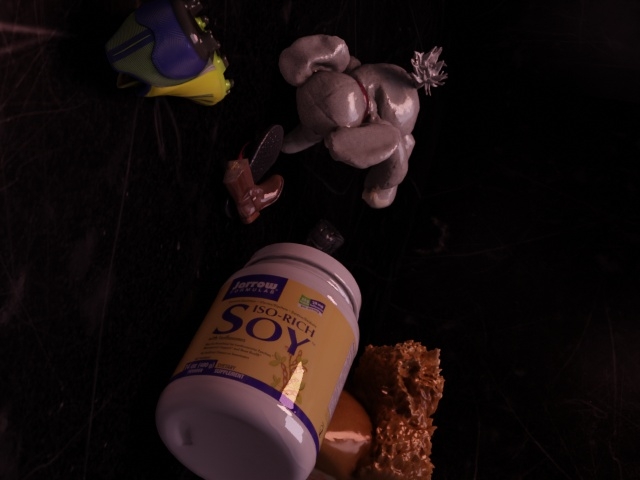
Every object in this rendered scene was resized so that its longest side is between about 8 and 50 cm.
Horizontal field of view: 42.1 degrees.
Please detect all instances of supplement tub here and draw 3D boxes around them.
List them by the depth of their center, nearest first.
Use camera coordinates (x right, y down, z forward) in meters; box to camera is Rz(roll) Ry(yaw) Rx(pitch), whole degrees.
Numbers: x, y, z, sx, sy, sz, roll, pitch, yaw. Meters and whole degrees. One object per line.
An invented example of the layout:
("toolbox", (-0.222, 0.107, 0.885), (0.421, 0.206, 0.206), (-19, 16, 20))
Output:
("supplement tub", (-0.079, 0.186, 1.263), (0.331, 0.241, 0.241), (-65, 161, -44))

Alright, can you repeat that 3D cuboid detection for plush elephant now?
("plush elephant", (0.043, -0.220, 1.474), (0.330, 0.255, 0.272), (-46, -118, 50))

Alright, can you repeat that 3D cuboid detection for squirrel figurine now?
("squirrel figurine", (0.033, 0.302, 1.530), (0.370, 0.397, 0.281), (-82, 165, -55))

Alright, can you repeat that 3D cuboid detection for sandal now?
("sandal", (-0.115, -0.118, 1.311), (0.179, 0.040, 0.067), (-58, 154, -20))

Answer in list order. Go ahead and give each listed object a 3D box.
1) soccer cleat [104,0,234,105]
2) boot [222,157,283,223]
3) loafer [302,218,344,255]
("soccer cleat", (-0.170, -0.201, 0.934), (0.289, 0.121, 0.093), (-174, -120, -89))
("boot", (-0.103, -0.095, 1.268), (0.106, 0.037, 0.114), (-56, 148, -27))
("loafer", (0.000, 0.000, 1.815), (0.078, 0.076, 0.223), (-43, 176, 7))
